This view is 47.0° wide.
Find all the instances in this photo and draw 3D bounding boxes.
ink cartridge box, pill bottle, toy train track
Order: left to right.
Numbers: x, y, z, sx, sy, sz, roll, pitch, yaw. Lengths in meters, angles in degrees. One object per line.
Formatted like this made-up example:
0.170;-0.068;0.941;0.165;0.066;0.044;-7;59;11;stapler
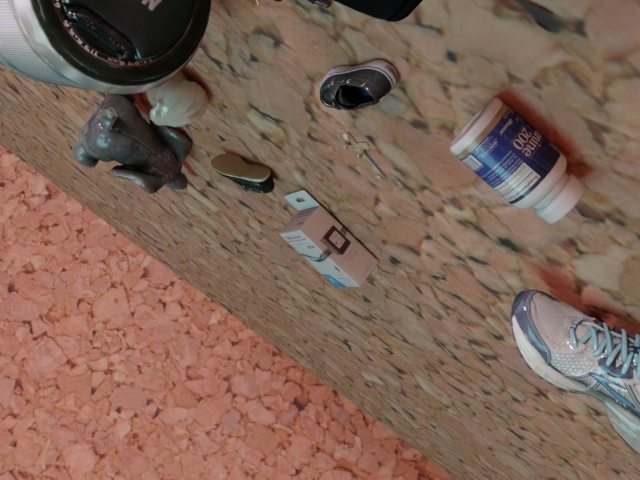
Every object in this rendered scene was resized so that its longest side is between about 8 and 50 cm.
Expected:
0.000;0.000;1.253;0.180;0.060;0.104;43;162;-14;ink cartridge box
0.055;-0.107;0.959;0.083;0.014;0.048;46;161;-24;toy train track
0.187;-0.073;0.693;0.120;0.067;0.067;40;162;-4;pill bottle

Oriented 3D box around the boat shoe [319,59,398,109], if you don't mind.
0.032;-0.166;0.814;0.049;0.040;0.142;45;161;-20;boat shoe

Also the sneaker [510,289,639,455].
0.358;0.141;0.873;0.283;0.110;0.122;37;145;-2;sneaker

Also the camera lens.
-0.272;-0.283;0.830;0.274;0.219;0.219;18;153;47;camera lens

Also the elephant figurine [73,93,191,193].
-0.323;-0.166;1.389;0.239;0.186;0.169;35;122;-24;elephant figurine

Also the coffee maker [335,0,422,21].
0.072;-0.218;0.476;0.171;0.120;0.178;41;163;-10;coffee maker

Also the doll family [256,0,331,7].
-0.065;-0.275;0.686;0.193;0.076;0.111;44;157;-25;doll family

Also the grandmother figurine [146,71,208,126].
-0.320;-0.294;1.119;0.342;0.104;0.208;37;-170;-4;grandmother figurine

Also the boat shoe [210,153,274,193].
-0.135;-0.114;1.258;0.133;0.049;0.042;22;148;32;boat shoe
